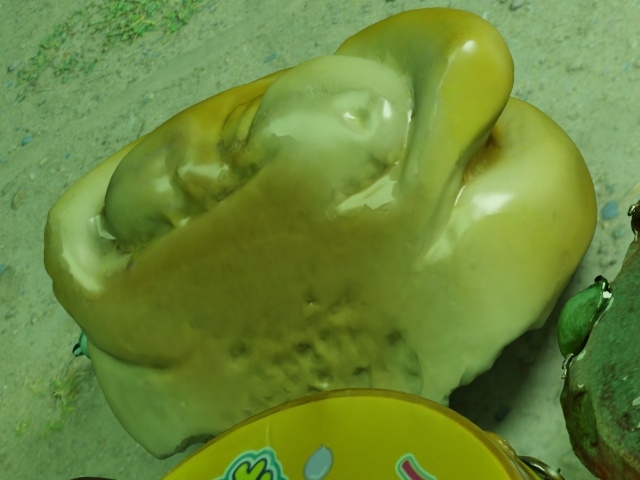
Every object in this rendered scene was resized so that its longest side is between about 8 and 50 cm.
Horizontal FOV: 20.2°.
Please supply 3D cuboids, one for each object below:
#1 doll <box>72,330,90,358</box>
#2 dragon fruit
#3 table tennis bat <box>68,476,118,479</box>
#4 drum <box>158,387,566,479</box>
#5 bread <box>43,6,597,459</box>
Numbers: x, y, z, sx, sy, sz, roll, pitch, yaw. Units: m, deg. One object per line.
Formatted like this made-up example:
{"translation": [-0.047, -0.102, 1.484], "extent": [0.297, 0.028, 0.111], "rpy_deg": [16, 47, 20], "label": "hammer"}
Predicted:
{"translation": [-0.164, 0.048, 1.622], "extent": [0.158, 0.059, 0.159], "rpy_deg": [22, 75, 52], "label": "doll"}
{"translation": [0.273, 0.080, 1.089], "extent": [0.268, 0.130, 0.295], "rpy_deg": [-52, 36, -6], "label": "dragon fruit"}
{"translation": [-0.237, 0.260, 1.535], "extent": [0.234, 0.022, 0.131], "rpy_deg": [-3, 55, 42], "label": "table tennis bat"}
{"translation": [0.019, 0.310, 1.066], "extent": [0.431, 0.214, 0.431], "rpy_deg": [-28, 40, 26], "label": "drum"}
{"translation": [-0.011, 0.005, 1.350], "extent": [0.424, 0.245, 0.329], "rpy_deg": [-19, 45, 28], "label": "bread"}
